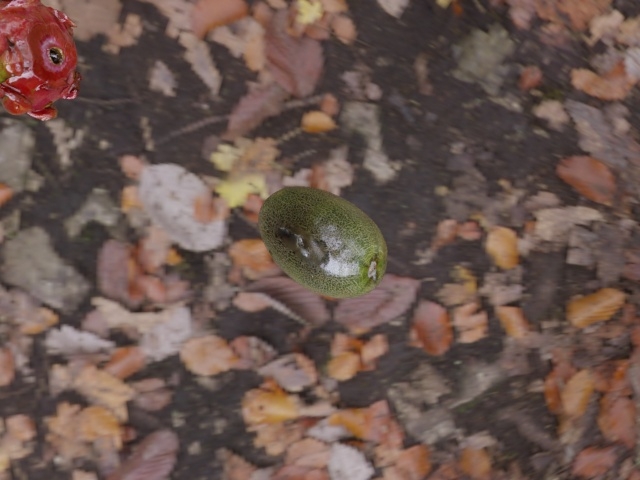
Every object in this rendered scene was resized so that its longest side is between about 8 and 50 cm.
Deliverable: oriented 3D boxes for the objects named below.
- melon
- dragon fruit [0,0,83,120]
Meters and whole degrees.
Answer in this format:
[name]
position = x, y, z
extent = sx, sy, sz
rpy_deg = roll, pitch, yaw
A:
[melon]
position = 0.000, 0.000, 1.674
extent = 0.162, 0.099, 0.099
rpy_deg = 32, 100, 38
[dragon fruit]
position = -0.246, -0.167, 1.407
extent = 0.068, 0.126, 0.112
rpy_deg = -31, 111, 32
